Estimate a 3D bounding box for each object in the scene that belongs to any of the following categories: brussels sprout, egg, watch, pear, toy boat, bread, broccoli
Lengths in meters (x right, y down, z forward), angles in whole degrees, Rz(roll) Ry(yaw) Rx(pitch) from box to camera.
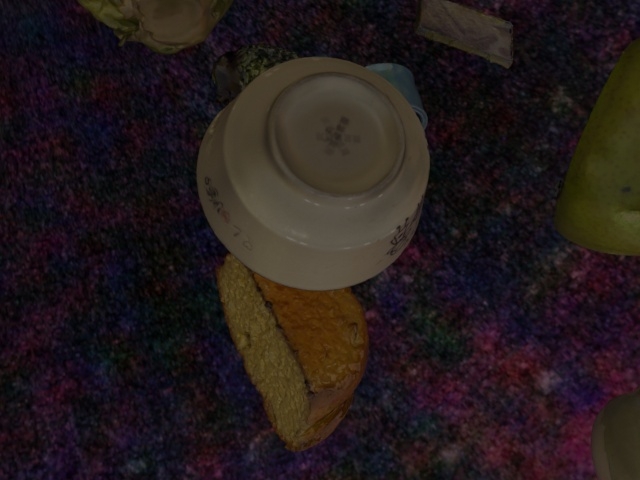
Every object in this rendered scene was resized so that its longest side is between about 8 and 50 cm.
[{"bbox_3d":[-0.290,-0.526,1.401,0.315,0.371,0.275,-21,155,-18],"label":"brussels sprout"},{"bbox_3d":[0.437,0.290,0.948,0.183,0.217,0.183,-9,138,-8],"label":"egg"},{"bbox_3d":[0.073,-0.208,1.323,0.193,0.211,0.210,-9,126,-16],"label":"watch"},{"bbox_3d":[0.541,-0.101,1.166,0.238,0.318,0.342,-32,142,-59],"label":"pear"},{"bbox_3d":[0.158,-0.229,0.851,0.115,0.063,0.016,17,147,-11],"label":"toy boat"},{"bbox_3d":[-0.027,0.144,1.256,0.179,0.340,0.194,-13,148,-28],"label":"bread"},{"bbox_3d":[-0.109,-0.167,1.248,0.146,0.165,0.304,19,119,2],"label":"broccoli"}]

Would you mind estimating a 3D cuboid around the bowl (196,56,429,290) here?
[{"bbox_3d":[0.003,-0.077,0.754,0.238,0.237,0.126,-16,168,-16],"label":"bowl"}]
